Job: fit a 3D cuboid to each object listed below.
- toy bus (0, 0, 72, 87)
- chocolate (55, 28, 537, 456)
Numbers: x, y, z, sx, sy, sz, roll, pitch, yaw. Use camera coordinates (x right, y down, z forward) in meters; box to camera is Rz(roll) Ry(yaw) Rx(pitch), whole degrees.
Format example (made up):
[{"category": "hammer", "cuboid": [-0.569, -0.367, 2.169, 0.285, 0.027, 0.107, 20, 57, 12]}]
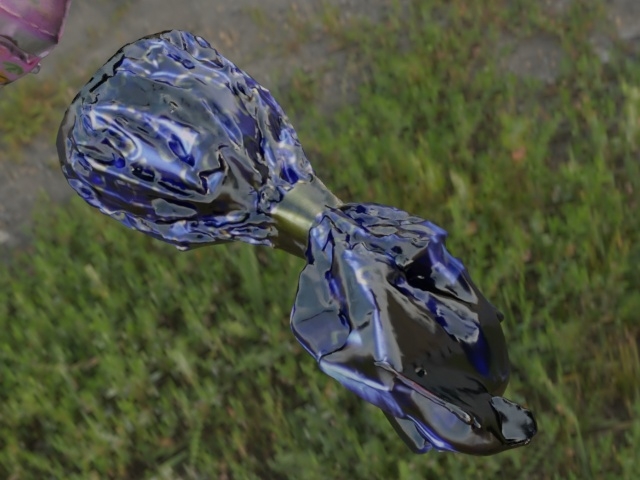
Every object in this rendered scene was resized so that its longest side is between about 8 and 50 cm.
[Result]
[{"category": "toy bus", "cuboid": [-0.200, -0.241, 1.107, 0.112, 0.090, 0.274, -15, 57, 45]}, {"category": "chocolate", "cuboid": [0.001, 0.005, 0.948, 0.343, 0.148, 0.126, 36, 101, 30]}]
